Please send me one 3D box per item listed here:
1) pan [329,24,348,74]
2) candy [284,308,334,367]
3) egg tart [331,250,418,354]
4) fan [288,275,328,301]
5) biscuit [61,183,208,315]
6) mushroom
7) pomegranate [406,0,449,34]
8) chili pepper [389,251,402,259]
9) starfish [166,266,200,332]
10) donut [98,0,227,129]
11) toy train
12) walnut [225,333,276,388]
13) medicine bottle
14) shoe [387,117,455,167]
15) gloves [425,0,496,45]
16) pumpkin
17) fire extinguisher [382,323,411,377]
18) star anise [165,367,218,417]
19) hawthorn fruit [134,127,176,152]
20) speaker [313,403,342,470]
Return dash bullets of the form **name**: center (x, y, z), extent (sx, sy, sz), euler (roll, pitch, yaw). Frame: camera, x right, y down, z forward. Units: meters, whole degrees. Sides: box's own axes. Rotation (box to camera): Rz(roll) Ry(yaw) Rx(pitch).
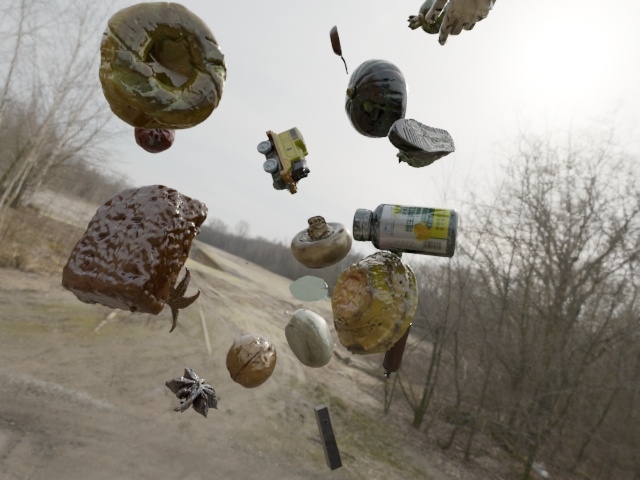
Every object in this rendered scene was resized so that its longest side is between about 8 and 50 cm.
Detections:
- **pan**: center (0.041, -0.435, 0.954), extent (0.023, 0.116, 0.068), euler (-14, -4, 9)
- **candy**: center (-0.041, 0.464, 1.990), extent (0.185, 0.296, 0.295), euler (-26, 27, -35)
- **egg tart**: center (0.136, 0.182, 1.281), extent (0.149, 0.353, 0.351), euler (26, -7, -33)
- **fan**: center (-0.001, 0.244, 1.808), extent (0.310, 0.010, 0.182), euler (30, 43, 35)
- **biscuit**: center (-0.575, 0.016, 1.282), extent (0.342, 0.396, 0.166), euler (2, -30, 25)
- **mushroom**: center (0.000, 0.000, 1.475), extent (0.226, 0.226, 0.178), euler (11, -51, 62)
- **pomegranate**: center (0.337, -0.692, 1.286), extent (0.142, 0.115, 0.114), euler (-20, -2, -6)
- **chili pepper**: center (0.278, 0.000, 1.503), extent (0.059, 0.227, 0.088), euler (4, 3, 4)
- **starfish**: center (-0.498, 0.206, 1.423), extent (0.212, 0.238, 0.057), euler (7, 0, 30)
- **donut**: center (-0.446, -0.482, 1.182), extent (0.360, 0.361, 0.170), euler (24, -10, -34)
- **toy train**: center (-0.090, -0.217, 1.104), extent (0.089, 0.127, 0.220), euler (61, 7, -54)
- **walnut**: center (-0.232, 0.402, 1.394), extent (0.167, 0.168, 0.207), euler (20, 8, 6)
- **medicine bottle**: center (0.243, -0.034, 1.203), extent (0.292, 0.142, 0.141), euler (6, -10, 19)
- **shoe**: center (0.267, -0.265, 1.218), extent (0.292, 0.109, 0.149), euler (-5, -19, -42)
- **gloves**: center (0.345, -0.563, 1.009), extent (0.127, 0.111, 0.212), euler (-2, -35, -14)
- **pumpkin**: center (0.213, -0.580, 1.695), extent (0.238, 0.316, 0.315), euler (-2, 4, -22)
- **fire extinguisher**: center (0.299, 0.443, 1.674), extent (0.072, 0.268, 0.089), euler (13, 12, 1)
- **star anise**: center (-0.457, 0.550, 1.495), extent (0.209, 0.089, 0.231), euler (30, 2, -22)
- **hawthorn fruit**: center (-0.615, -0.387, 1.530), extent (0.148, 0.148, 0.172), euler (23, -25, -26)
- **speaker**: center (0.026, 0.748, 1.585), extent (0.044, 0.219, 0.082), euler (-12, -12, -15)
